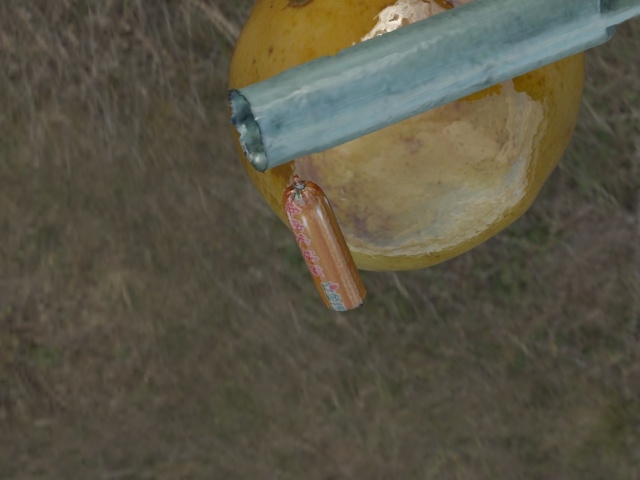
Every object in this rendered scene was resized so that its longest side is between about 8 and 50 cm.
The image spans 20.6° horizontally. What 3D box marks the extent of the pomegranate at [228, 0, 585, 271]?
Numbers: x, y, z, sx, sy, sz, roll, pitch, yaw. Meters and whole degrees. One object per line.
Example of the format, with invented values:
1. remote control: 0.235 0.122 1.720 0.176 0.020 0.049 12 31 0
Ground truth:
1. pomegranate: 0.095 -0.161 1.958 0.416 0.416 0.416 -5 121 -9

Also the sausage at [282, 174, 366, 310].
1. sausage: 0.000 0.000 1.136 0.031 0.031 0.107 -23 128 1

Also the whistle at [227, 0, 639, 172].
1. whistle: 0.090 -0.125 1.178 0.312 0.062 0.062 -22 123 -14
